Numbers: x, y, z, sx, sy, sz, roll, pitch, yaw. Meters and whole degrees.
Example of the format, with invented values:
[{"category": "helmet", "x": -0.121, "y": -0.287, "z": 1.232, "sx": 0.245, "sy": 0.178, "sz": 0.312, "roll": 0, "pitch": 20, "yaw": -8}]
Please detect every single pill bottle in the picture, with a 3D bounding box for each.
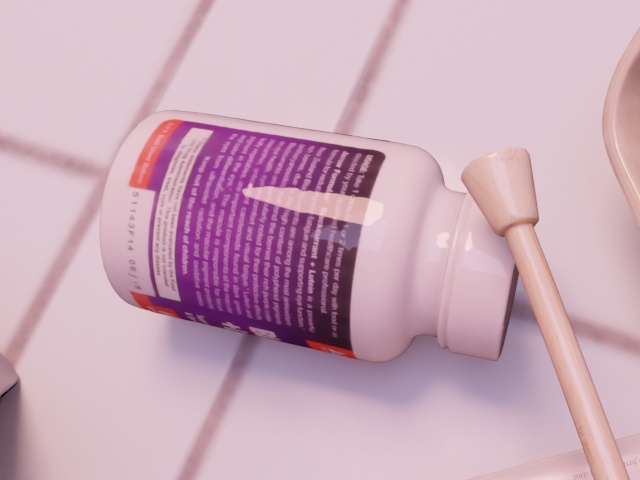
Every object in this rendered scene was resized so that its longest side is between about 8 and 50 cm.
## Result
[{"category": "pill bottle", "x": 0.000, "y": 0.000, "z": 0.399, "sx": 0.193, "sy": 0.108, "sz": 0.108, "roll": 11, "pitch": 71, "yaw": 17}]

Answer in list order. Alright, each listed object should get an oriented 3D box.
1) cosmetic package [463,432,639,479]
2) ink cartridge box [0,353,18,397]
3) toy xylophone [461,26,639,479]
[{"category": "cosmetic package", "x": 0.077, "y": 0.154, "z": 0.345, "sx": 0.239, "sy": 0.060, "sz": 0.099, "roll": -17, "pitch": 67, "yaw": 5}, {"category": "ink cartridge box", "x": -0.318, "y": 0.132, "z": 0.379, "sx": 0.309, "sy": 0.272, "sz": 0.130, "roll": -39, "pitch": 96, "yaw": -5}, {"category": "toy xylophone", "x": 0.197, "y": 0.034, "z": 0.310, "sx": 0.236, "sy": 0.081, "sz": 0.323, "roll": -10, "pitch": 66, "yaw": -30}]
